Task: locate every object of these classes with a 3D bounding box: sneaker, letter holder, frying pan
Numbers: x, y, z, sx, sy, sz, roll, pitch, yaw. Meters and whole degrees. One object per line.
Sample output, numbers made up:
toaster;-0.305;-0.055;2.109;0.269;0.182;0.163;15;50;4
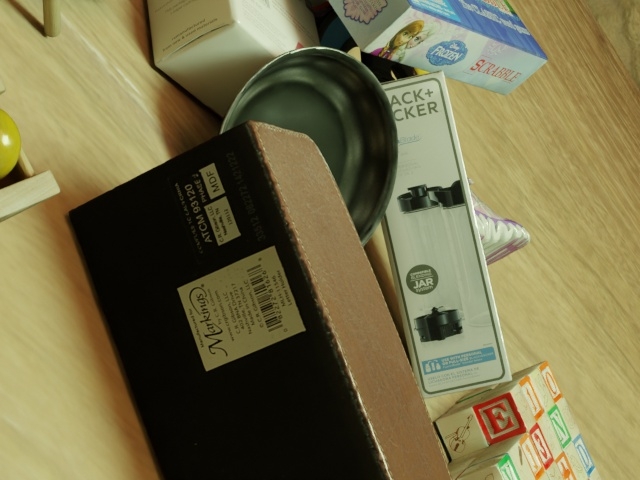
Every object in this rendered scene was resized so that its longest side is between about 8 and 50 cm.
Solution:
sneaker;0.163;-0.026;1.587;0.236;0.095;0.105;13;47;-62
letter holder;-0.015;0.090;0.982;0.214;0.152;0.302;3;64;-67
frying pan;0.017;-0.023;1.201;0.197;0.053;0.326;-50;127;-19

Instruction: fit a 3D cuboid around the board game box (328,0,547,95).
board game box;0.058;-0.300;1.355;0.318;0.066;0.318;58;24;18

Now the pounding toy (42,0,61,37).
pounding toy;-0.178;-0.247;1.007;0.094;0.181;0.206;38;12;11

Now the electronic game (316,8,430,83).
electronic game;0.061;-0.137;1.445;0.229;0.048;0.229;18;65;-46

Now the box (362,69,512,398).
box;0.106;-0.008;1.311;0.169;0.087;0.290;-7;84;-84

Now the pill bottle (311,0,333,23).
pill bottle;0.030;-0.281;1.522;0.193;0.108;0.108;21;48;-60

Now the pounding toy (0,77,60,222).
pounding toy;-0.231;-0.053;0.639;0.155;0.154;0.269;63;22;-4

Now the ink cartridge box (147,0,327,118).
ink cartridge box;-0.080;-0.220;1.237;0.158;0.092;0.218;37;36;-49

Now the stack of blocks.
stack of blocks;0.190;0.237;1.365;0.171;0.087;0.297;66;22;3
